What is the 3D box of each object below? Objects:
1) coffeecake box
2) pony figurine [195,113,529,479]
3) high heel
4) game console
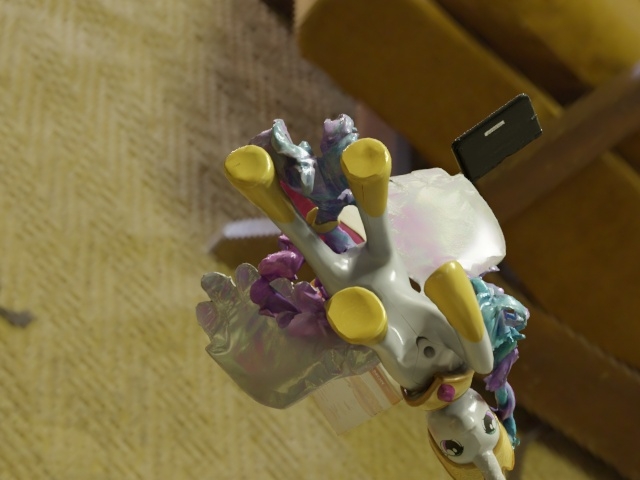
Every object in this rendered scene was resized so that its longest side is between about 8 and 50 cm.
[{"bbox_3d":[0.033,0.103,1.501,0.068,0.185,0.142,-32,85,-25],"label":"coffeecake box"},{"bbox_3d":[0.045,0.049,1.316,0.351,0.303,0.363,53,-4,38],"label":"pony figurine"},{"bbox_3d":[0.000,0.000,1.726,0.244,0.117,0.082,76,-4,-56],"label":"high heel"},{"bbox_3d":[0.217,-0.132,1.951,0.071,0.122,0.107,45,-12,49],"label":"game console"}]
